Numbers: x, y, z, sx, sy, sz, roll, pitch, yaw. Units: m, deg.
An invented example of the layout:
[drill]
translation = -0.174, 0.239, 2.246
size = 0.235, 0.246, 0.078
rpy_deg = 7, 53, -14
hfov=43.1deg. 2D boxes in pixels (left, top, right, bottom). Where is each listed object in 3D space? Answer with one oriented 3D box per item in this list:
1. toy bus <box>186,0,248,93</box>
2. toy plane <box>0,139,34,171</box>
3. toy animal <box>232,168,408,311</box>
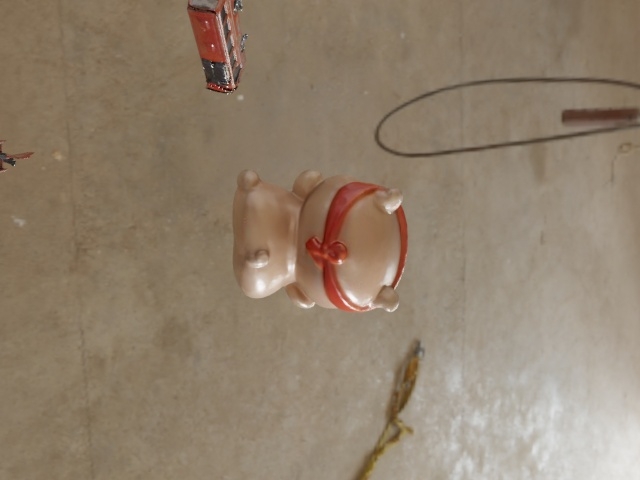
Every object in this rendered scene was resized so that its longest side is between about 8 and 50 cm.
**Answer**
[toy bus]
translation = -0.169, -0.339, 1.343
size = 0.235, 0.074, 0.096
rpy_deg = 89, 15, -65
[toy plane]
translation = -0.410, -0.102, 0.945
size = 0.060, 0.145, 0.037
rpy_deg = -71, 165, -74
[toy animal]
translation = 0.000, 0.000, 0.914
size = 0.171, 0.198, 0.171
rpy_deg = 6, 90, -87
